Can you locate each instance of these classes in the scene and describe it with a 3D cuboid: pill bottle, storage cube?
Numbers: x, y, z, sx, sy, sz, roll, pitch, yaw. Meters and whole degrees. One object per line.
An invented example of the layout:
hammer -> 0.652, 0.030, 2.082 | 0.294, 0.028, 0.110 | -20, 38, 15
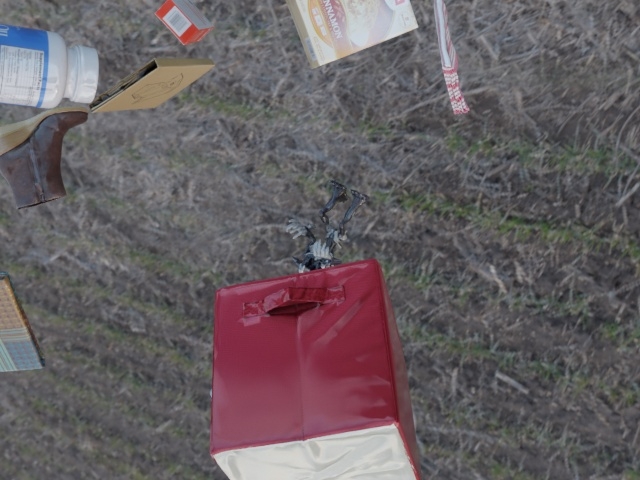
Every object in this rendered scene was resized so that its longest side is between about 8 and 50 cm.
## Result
pill bottle -> -0.473, -0.275, 1.231 | 0.124, 0.221, 0.124 | -6, 83, 60
storage cube -> -0.003, 0.163, 0.825 | 0.184, 0.193, 0.215 | -11, 139, 8

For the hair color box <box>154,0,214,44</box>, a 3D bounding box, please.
hair color box -> -0.303, -0.495, 1.753 | 0.053, 0.167, 0.093 | -41, 99, 16

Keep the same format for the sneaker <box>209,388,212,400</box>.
sneaker -> -0.077, 0.190, 1.138 | 0.153, 0.268, 0.101 | 17, 100, -10

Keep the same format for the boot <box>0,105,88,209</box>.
boot -> -0.652, -0.202, 1.885 | 0.207, 0.248, 0.090 | 67, 158, 0

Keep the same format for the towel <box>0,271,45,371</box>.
towel -> -0.745, 0.166, 1.490 | 0.370, 0.040, 0.271 | -4, 133, -2

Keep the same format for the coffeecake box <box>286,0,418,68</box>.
coffeecake box -> 0.050, -0.389, 1.306 | 0.068, 0.185, 0.142 | -152, 39, -74

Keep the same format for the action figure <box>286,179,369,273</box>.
action figure -> 0.000, 0.000, 1.779 | 0.164, 0.141, 0.275 | 30, 98, 39

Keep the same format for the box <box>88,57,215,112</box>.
box -> -0.303, -0.284, 1.423 | 0.164, 0.201, 0.021 | -27, 91, 24

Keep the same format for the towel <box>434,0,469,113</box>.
towel -> 0.238, -0.333, 1.420 | 0.029, 0.197, 0.144 | -10, 70, 13
